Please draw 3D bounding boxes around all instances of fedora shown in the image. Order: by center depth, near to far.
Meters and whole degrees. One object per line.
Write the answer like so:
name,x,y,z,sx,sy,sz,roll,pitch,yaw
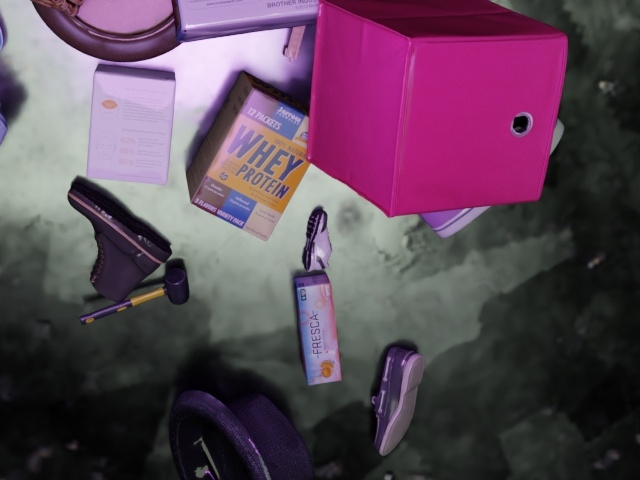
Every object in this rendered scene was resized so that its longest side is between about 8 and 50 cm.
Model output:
fedora,-0.117,0.386,2.008,0.152,0.334,0.334,-26,111,-36

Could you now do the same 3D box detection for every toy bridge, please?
toy bridge,-0.029,-0.377,1.868,0.026,0.063,0.188,9,104,-10

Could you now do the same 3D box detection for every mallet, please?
mallet,-0.307,0.107,1.961,0.189,0.039,0.062,-24,142,-7

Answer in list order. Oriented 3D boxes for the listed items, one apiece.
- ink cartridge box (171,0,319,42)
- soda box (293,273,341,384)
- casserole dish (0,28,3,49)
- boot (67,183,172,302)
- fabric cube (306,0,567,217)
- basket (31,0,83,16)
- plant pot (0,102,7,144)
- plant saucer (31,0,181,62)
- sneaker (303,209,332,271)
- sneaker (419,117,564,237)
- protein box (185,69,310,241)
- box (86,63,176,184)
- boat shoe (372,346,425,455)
ink cartridge box,-0.111,-0.512,1.736,0.269,0.151,0.396,-10,95,-11
soda box,-0.005,0.154,2.026,0.062,0.058,0.183,-7,106,-6
casserole dish,-0.565,-0.355,1.814,0.114,0.037,0.188,-20,107,-2
boot,-0.363,0.013,1.931,0.198,0.077,0.137,39,102,-15
fabric cube,0.157,-0.201,1.671,0.258,0.259,0.254,-7,116,-28
basket,-0.440,-0.483,1.677,0.299,0.213,0.223,24,87,11
plant pot,-0.612,-0.170,1.744,0.252,0.248,0.247,-34,118,-4
plant saucer,-0.309,-0.430,1.823,0.310,0.050,0.311,-2,105,-8
sneaker,0.000,0.000,1.998,0.043,0.040,0.109,2,110,-25
sneaker,0.262,-0.147,1.958,0.282,0.102,0.161,-39,104,4
protein box,-0.105,-0.138,1.855,0.136,0.200,0.201,27,100,-15
box,-0.301,-0.185,1.870,0.130,0.091,0.171,6,105,-9
boat shoe,0.128,0.285,2.094,0.065,0.075,0.206,26,112,30
